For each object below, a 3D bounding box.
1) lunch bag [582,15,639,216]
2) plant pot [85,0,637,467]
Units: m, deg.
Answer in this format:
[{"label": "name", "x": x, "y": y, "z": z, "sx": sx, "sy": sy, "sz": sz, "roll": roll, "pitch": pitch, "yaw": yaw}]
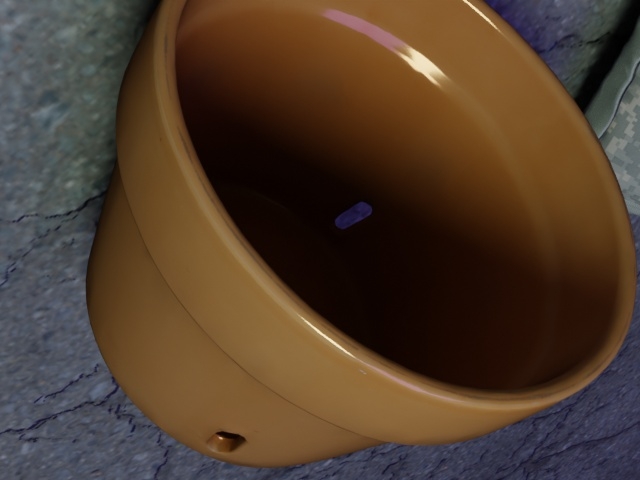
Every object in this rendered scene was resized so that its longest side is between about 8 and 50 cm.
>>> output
[{"label": "lunch bag", "x": 0.341, "y": -0.127, "z": 0.858, "sx": 0.287, "sy": 0.169, "sz": 0.235, "roll": -5, "pitch": 141, "yaw": -25}, {"label": "plant pot", "x": 0.000, "y": 0.000, "z": 0.643, "sx": 0.291, "sy": 0.291, "sz": 0.203, "roll": -3, "pitch": 151, "yaw": -38}]
